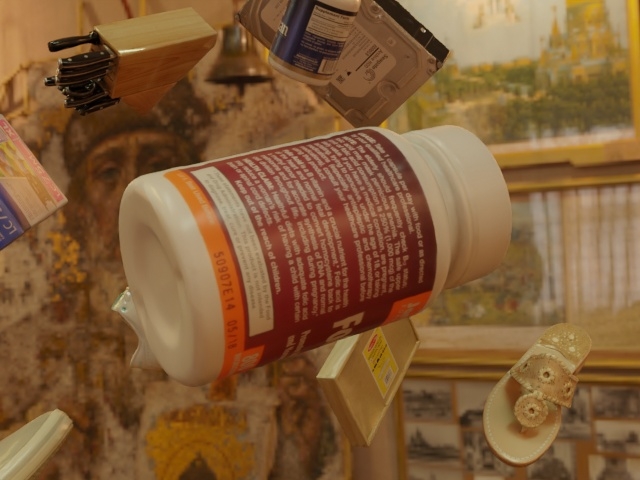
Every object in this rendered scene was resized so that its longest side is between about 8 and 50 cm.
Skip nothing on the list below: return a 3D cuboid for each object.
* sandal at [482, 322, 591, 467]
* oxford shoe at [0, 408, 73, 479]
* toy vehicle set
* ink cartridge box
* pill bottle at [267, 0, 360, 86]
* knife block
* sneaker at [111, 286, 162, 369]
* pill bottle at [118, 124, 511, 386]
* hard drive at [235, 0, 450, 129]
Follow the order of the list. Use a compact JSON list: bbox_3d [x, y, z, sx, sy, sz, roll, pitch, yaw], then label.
[{"bbox_3d":[0.259,0.151,1.090,0.088,0.079,0.240,26,41,20],"label":"sandal"},{"bbox_3d":[-0.467,0.325,1.021,0.449,0.130,0.169,-40,-6,-21],"label":"oxford shoe"},{"bbox_3d":[0.092,0.206,1.643,0.035,0.166,0.267,-3,36,33],"label":"toy vehicle set"},{"bbox_3d":[-0.497,-0.091,1.430,0.065,0.186,0.311,-34,10,9],"label":"ink cartridge box"},{"bbox_3d":[-0.002,-0.304,1.275,0.094,0.169,0.094,20,23,-9],"label":"pill bottle"},{"bbox_3d":[-0.336,-0.327,1.619,0.275,0.088,0.242,-44,-22,2],"label":"knife block"},{"bbox_3d":[-0.238,0.070,1.276,0.094,0.212,0.080,-8,-8,-11],"label":"sneaker"},{"bbox_3d":[0.000,0.000,1.036,0.392,0.224,0.224,-15,4,-26],"label":"pill bottle"},{"bbox_3d":[0.035,-0.372,1.707,0.237,0.339,0.064,-40,14,43],"label":"hard drive"}]
